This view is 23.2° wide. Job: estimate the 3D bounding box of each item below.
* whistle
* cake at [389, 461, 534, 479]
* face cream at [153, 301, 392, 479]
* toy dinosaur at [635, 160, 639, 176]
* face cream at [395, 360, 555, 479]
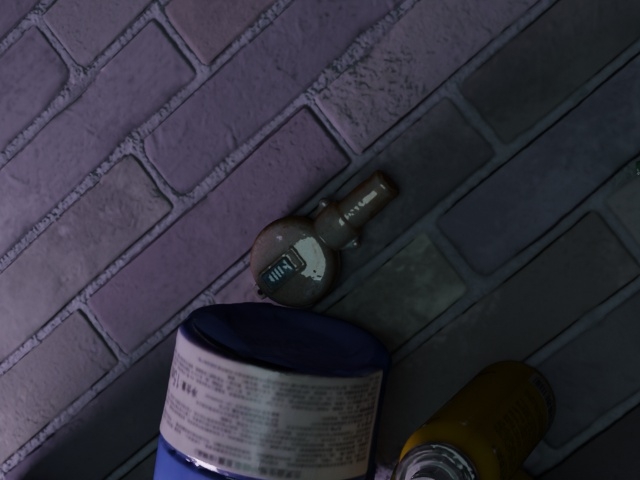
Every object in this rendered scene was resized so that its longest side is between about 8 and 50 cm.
[{"bbox_3d":[0.000,0.000,1.793,0.220,0.057,0.107,-39,84,20],"label":"whistle"},{"bbox_3d":[0.164,0.374,1.707,0.286,0.227,0.222,36,108,9],"label":"cake"},{"bbox_3d":[-0.052,0.203,1.744,0.249,0.249,0.225,16,105,17],"label":"face cream"},{"bbox_3d":[0.392,-0.049,1.629,0.120,0.079,0.292,2,103,22],"label":"toy dinosaur"},{"bbox_3d":[0.157,0.213,1.612,0.105,0.348,0.105,4,101,20],"label":"face cream"}]
